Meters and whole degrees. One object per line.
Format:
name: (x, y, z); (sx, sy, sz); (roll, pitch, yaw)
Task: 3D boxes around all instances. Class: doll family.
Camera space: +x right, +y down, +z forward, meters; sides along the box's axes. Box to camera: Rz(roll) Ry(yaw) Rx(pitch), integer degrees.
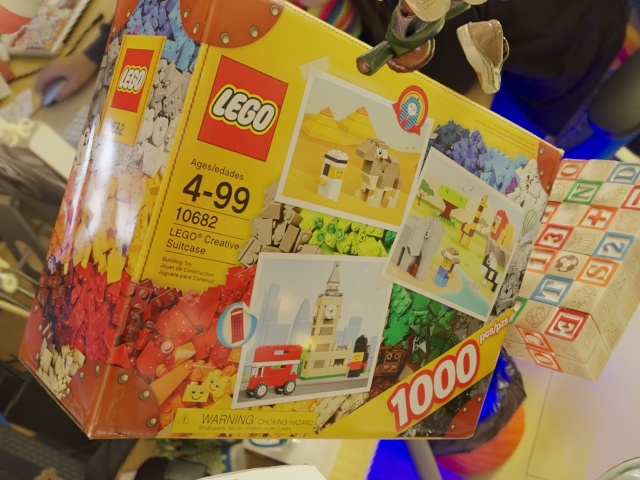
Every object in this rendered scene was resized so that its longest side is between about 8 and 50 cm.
doll family: (0.094, -0.149, 0.345); (0.193, 0.111, 0.076); (-25, 88, -2)

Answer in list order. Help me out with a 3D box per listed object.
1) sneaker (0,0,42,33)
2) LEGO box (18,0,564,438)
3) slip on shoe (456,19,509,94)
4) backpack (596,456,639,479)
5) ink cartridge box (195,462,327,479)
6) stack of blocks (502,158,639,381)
sneaker: (-0.216, -0.265, 0.368); (0.136, 0.314, 0.116); (-32, 53, -2)
LEGO box: (0.000, 0.000, 0.754); (0.193, 0.500, 0.372); (20, 95, 48)
slip on shoe: (0.179, -0.194, 0.749); (0.041, 0.135, 0.051); (-22, 71, 19)
backpack: (0.223, 0.189, 0.235); (0.225, 0.191, 0.253); (-19, 60, 28)
ink cartridge box: (-0.020, 0.266, 0.416); (0.158, 0.092, 0.217); (-157, 67, -64)
stack of blocks: (0.346, 0.026, 0.958); (0.171, 0.087, 0.297); (12, 57, 50)
